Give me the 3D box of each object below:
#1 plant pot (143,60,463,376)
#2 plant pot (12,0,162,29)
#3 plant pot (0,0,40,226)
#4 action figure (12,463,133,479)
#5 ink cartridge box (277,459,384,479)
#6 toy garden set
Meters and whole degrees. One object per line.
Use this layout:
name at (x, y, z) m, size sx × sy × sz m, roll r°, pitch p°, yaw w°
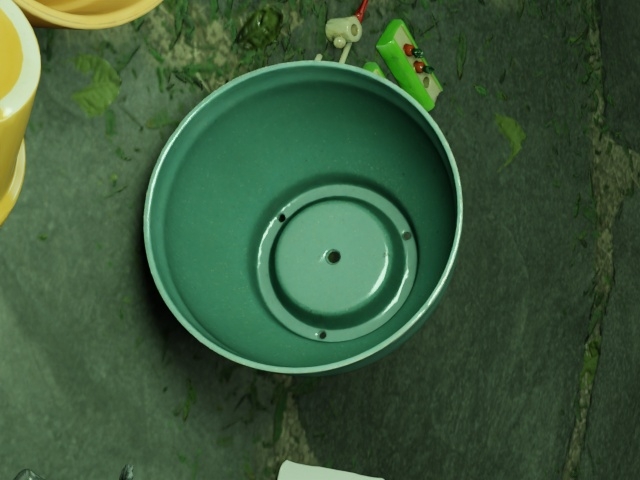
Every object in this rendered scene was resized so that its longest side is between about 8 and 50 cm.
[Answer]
plant pot at (0.000, 0.000, 1.574) m, size 0.196 × 0.293 × 0.293 m, roll 54°, pitch 47°, yaw -71°
plant pot at (-0.251, -0.304, 1.278) m, size 0.291 × 0.203 × 0.290 m, roll -3°, pitch 94°, yaw -50°
plant pot at (-0.293, -0.096, 1.186) m, size 0.205 × 0.188 × 0.205 m, roll 15°, pitch 58°, yaw -25°
action figure at (-0.295, 0.216, 1.301) m, size 0.276 × 0.141 × 0.164 m, roll 12°, pitch 109°, yaw -15°
ink cartridge box at (0.030, 0.420, 1.723) m, size 0.207 × 0.119 × 0.353 m, roll 19°, pitch 77°, yaw -50°
toy garden set at (0.048, -0.150, 1.776) m, size 0.204 × 0.049 × 0.244 m, roll 54°, pitch 52°, yaw -37°
